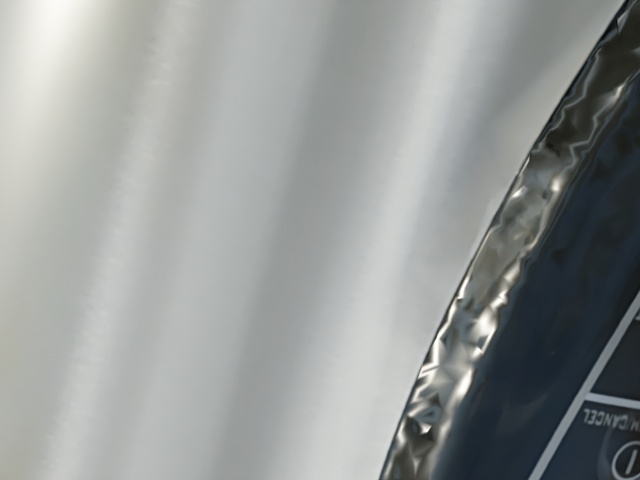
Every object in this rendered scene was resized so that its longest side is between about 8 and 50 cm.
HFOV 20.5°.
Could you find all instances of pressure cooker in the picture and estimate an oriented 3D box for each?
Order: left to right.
[{"bbox_3d":[-0.002,-0.001,0.601,0.369,0.375,0.420,16,98,1],"label":"pressure cooker"}]
